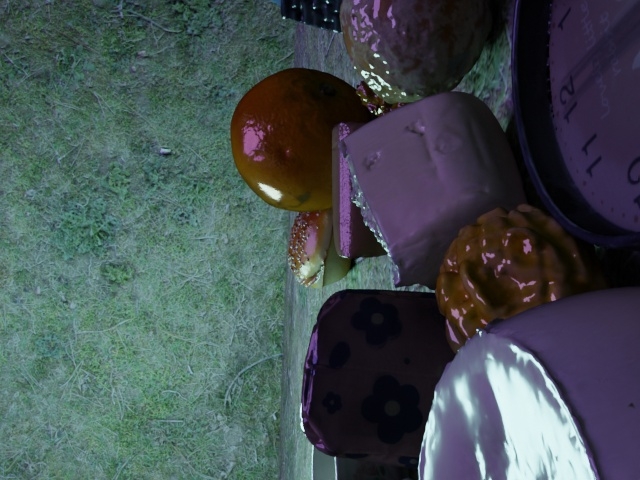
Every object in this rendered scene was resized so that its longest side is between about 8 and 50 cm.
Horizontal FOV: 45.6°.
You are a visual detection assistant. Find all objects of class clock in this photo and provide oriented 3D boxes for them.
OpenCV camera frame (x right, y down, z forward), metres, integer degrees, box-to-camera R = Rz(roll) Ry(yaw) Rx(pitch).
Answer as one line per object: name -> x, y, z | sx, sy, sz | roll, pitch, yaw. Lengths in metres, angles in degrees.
clock -> 0.244, -0.177, 0.546 | 0.386, 0.077, 0.386 | -178, 90, -80

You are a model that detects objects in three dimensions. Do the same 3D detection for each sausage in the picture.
sausage -> 0.080, -0.087, 1.402 | 0.123, 0.123, 0.252 | 145, 127, -79

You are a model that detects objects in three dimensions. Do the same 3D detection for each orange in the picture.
orange -> -0.036, -0.209, 1.593 | 0.312, 0.312, 0.312 | -179, 90, -81

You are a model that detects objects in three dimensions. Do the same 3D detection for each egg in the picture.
egg -> 0.121, -0.291, 0.970 | 0.195, 0.195, 0.233 | -134, 48, -77

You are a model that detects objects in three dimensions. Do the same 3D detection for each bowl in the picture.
bowl -> 0.070, 0.424, 1.324 | 0.277, 0.145, 0.277 | -178, 90, -79

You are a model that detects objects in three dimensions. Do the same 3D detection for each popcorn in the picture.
popcorn -> 0.184, 0.058, 0.675 | 0.180, 0.180, 0.170 | -104, 32, -58

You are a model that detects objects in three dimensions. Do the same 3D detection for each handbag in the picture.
handbag -> 0.108, 0.157, 0.851 | 0.193, 0.252, 0.190 | 90, -174, -74

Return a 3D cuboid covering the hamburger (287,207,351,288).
hamburger -> 0.001, 0.000, 1.803 | 0.237, 0.147, 0.236 | -177, 90, -78

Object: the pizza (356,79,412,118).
pizza -> 0.111, -0.297, 1.219 | 0.161, 0.086, 0.305 | 19, 121, 51

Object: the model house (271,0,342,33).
model house -> 0.061, -0.556, 1.286 | 0.339, 0.297, 0.360 | 42, 143, 28

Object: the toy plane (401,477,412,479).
toy plane -> 0.127, 0.452, 1.041 | 0.107, 0.182, 0.273 | 3, 93, 49

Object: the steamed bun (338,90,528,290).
steamed bun -> 0.138, -0.037, 0.882 | 0.170, 0.200, 0.225 | 48, -153, -45

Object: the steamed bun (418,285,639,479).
steamed bun -> 0.190, 0.188, 0.422 | 0.324, 0.206, 0.324 | -179, 90, -79
